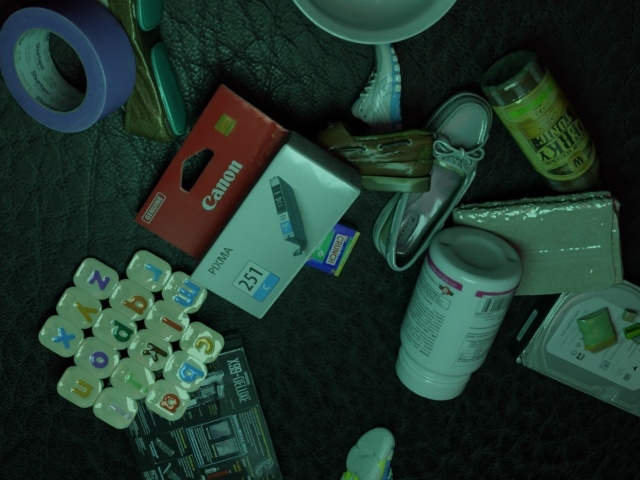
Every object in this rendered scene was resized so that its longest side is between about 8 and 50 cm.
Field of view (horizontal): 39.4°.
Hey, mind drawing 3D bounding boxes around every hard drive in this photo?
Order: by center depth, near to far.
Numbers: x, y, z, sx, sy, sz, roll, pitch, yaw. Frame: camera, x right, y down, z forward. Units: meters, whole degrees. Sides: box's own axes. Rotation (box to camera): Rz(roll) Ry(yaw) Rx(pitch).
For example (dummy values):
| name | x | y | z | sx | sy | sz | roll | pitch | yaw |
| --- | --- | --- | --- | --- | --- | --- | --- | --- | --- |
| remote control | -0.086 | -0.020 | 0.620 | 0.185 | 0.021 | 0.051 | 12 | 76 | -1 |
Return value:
| name | x | y | z | sx | sy | sz | roll | pitch | yaw |
| --- | --- | --- | --- | --- | --- | --- | --- | --- | --- |
| hard drive | 0.556 | 0.186 | 1.698 | 0.339 | 0.064 | 0.237 | 25 | 106 | -19 |

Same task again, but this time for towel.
| name | x | y | z | sx | sy | sz | roll | pitch | yaw |
| --- | --- | --- | --- | --- | --- | --- | --- | --- | --- |
| towel | 0.377 | 0.008 | 1.551 | 0.282 | 0.049 | 0.187 | -4 | 120 | 18 |

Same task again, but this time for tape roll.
| name | x | y | z | sx | sy | sz | roll | pitch | yaw |
| --- | --- | --- | --- | --- | --- | --- | --- | --- | --- |
| tape roll | -0.371 | -0.260 | 1.308 | 0.189 | 0.080 | 0.189 | 12 | 123 | 19 |

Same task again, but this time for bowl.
| name | x | y | z | sx | sy | sz | roll | pitch | yaw |
| --- | --- | --- | --- | --- | --- | --- | --- | --- | --- |
| bowl | 0.072 | -0.450 | 1.327 | 0.298 | 0.134 | 0.297 | -3 | 112 | -8 |

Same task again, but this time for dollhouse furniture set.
| name | x | y | z | sx | sy | sz | roll | pitch | yaw |
| --- | --- | --- | --- | --- | --- | --- | --- | --- | --- |
| dollhouse furniture set | 0.550 | 0.157 | 1.619 | 0.152 | 0.058 | 0.076 | -24 | 113 | 0 |

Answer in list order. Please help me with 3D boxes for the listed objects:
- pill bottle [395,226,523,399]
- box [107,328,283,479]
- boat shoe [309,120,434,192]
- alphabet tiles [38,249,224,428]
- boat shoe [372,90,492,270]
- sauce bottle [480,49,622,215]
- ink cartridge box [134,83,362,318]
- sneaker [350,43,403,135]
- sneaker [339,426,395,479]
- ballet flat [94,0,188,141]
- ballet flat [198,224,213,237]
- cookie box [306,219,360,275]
| name | x | y | z | sx | sy | sz | roll | pitch | yaw |
| --- | --- | --- | --- | --- | --- | --- | --- | --- | --- |
| pill bottle | 0.229 | 0.131 | 1.544 | 0.160 | 0.160 | 0.283 | 7 | 125 | -12 |
| box | -0.221 | 0.335 | 1.618 | 0.242 | 0.076 | 0.307 | -16 | 113 | -3 |
| boat shoe | 0.030 | -0.144 | 1.442 | 0.307 | 0.111 | 0.104 | 4 | 103 | 5 |
| alphabet tiles | -0.318 | 0.167 | 1.512 | 0.278 | 0.021 | 0.284 | 31 | 88 | -2 |
| boat shoe | 0.195 | -0.097 | 1.503 | 0.118 | 0.103 | 0.320 | 27 | 105 | -18 |
| sauce bottle | 0.402 | -0.162 | 1.509 | 0.111 | 0.111 | 0.344 | -40 | 115 | 7 |
| ink cartridge box | -0.123 | -0.052 | 1.400 | 0.261 | 0.066 | 0.296 | 32 | 118 | -11 |
| sneaker | 0.090 | -0.234 | 1.452 | 0.083 | 0.071 | 0.190 | -5 | 112 | -1 |
| sneaker | 0.106 | 0.469 | 1.734 | 0.126 | 0.091 | 0.240 | 16 | 108 | -35 |
| ballet flat | -0.289 | -0.311 | 1.349 | 0.124 | 0.116 | 0.342 | -1 | 117 | 12 |
| ballet flat | -0.111 | -0.025 | 1.497 | 0.188 | 0.070 | 0.070 | 9 | 110 | -5 |
| cookie box | 0.000 | 0.000 | 1.542 | 0.107 | 0.040 | 0.091 | 21 | 106 | -17 |
